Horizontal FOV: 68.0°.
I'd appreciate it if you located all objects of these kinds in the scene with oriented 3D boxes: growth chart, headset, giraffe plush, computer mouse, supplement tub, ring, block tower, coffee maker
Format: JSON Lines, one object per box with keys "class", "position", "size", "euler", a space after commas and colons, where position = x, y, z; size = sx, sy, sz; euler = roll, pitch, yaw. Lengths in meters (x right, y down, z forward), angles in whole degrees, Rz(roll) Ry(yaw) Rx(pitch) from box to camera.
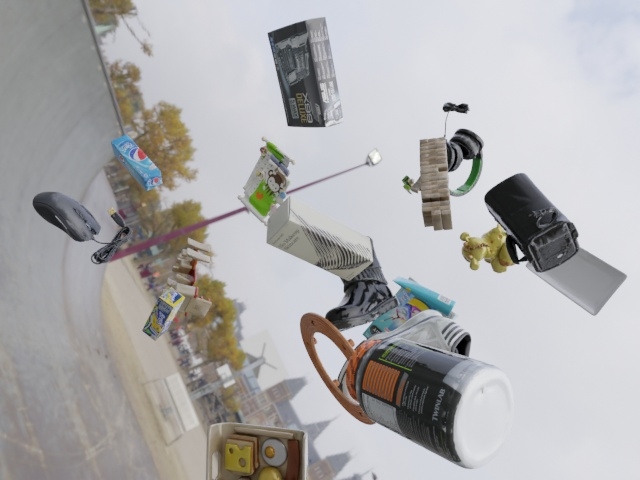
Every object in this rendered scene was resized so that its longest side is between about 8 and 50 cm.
{"class": "growth chart", "position": [-0.163, -0.178, 1.462], "size": [0.172, 0.021, 0.237], "euler": [35, -72, 24]}
{"class": "headset", "position": [0.557, -0.359, 1.891], "size": [0.185, 0.243, 0.394], "euler": [25, -38, 55]}
{"class": "giraffe plush", "position": [0.579, 0.032, 1.684], "size": [0.210, 0.171, 0.181], "euler": [88, -19, -51]}
{"class": "computer mouse", "position": [-0.662, -0.070, 1.357], "size": [0.262, 0.184, 0.060], "euler": [45, -55, -9]}
{"class": "supplement tub", "position": [0.125, 0.187, 0.585], "size": [0.190, 0.117, 0.116], "euler": [5, -62, 55]}
{"class": "ring", "position": [0.052, 0.334, 1.261], "size": [0.336, 0.032, 0.336], "euler": [45, -30, 34]}
{"class": "block tower", "position": [0.378, -0.197, 1.563], "size": [0.097, 0.091, 0.335], "euler": [64, 26, -53]}
{"class": "coffee maker", "position": [0.421, -0.054, 0.951], "size": [0.178, 0.120, 0.171], "euler": [-108, -176, -48]}

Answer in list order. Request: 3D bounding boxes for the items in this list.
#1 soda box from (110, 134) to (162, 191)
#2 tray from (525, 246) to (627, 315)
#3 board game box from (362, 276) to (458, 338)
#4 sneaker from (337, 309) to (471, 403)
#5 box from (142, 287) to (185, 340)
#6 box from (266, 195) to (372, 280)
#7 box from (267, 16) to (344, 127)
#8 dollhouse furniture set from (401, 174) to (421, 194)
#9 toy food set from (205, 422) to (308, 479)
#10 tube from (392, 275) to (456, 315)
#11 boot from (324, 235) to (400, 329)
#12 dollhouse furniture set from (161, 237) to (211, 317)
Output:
{"class": "soda box", "position": [-0.653, -0.276, 1.684], "size": [0.210, 0.067, 0.071], "euler": [45, -30, 15]}
{"class": "tray", "position": [0.760, 0.094, 1.423], "size": [0.145, 0.030, 0.270], "euler": [-60, -144, 16]}
{"class": "board game box", "position": [0.385, 0.366, 2.053], "size": [0.254, 0.336, 0.079], "euler": [41, 6, 26]}
{"class": "sneaker", "position": [0.274, 0.377, 1.464], "size": [0.169, 0.448, 0.257], "euler": [64, -18, -15]}
{"class": "box", "position": [-0.461, 0.217, 1.390], "size": [0.054, 0.059, 0.169], "euler": [38, -57, 1]}
{"class": "box", "position": [0.000, 0.000, 1.253], "size": [0.113, 0.275, 0.094], "euler": [-44, -147, 35]}
{"class": "box", "position": [-0.048, -0.514, 1.488], "size": [0.242, 0.077, 0.307], "euler": [23, -50, 55]}
{"class": "dollhouse furniture set", "position": [0.408, -0.232, 2.021], "size": [0.058, 0.076, 0.152], "euler": [44, -5, -30]}
{"class": "toy food set", "position": [-0.168, 0.605, 1.231], "size": [0.092, 0.306, 0.219], "euler": [14, 74, -64]}
{"class": "tube", "position": [0.333, 0.171, 1.535], "size": [0.207, 0.052, 0.080], "euler": [29, 11, 18]}
{"class": "boot", "position": [0.088, 0.132, 1.466], "size": [0.131, 0.348, 0.260], "euler": [-29, -99, 36]}
{"class": "dollhouse furniture set", "position": [-0.487, 0.169, 1.775], "size": [0.262, 0.135, 0.259], "euler": [-58, -154, 20]}
